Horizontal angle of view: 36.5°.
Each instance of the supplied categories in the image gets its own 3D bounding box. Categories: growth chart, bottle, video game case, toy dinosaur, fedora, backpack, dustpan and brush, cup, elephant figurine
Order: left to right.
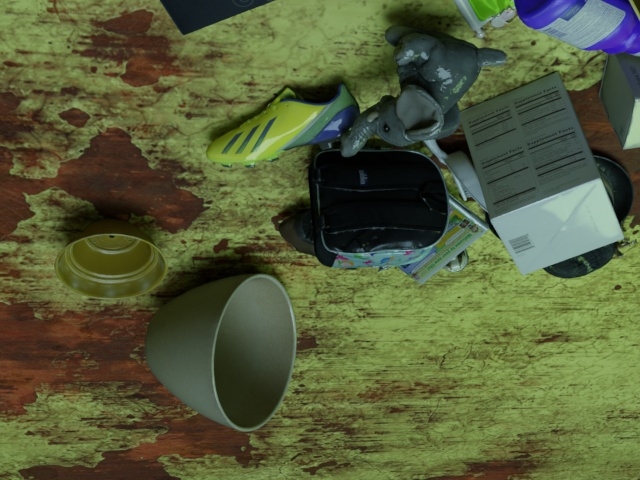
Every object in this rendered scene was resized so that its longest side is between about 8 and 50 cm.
[{"bbox_3d":[-0.234,0.229,2.086,0.237,0.331,0.331,3,149,28],"label":"cup"},{"bbox_3d":[0.109,-0.057,1.822,0.254,0.225,0.191,-5,163,-4],"label":"backpack"},{"bbox_3d":[0.161,-0.224,1.610,0.169,0.186,0.239,3,110,-30],"label":"elephant figurine"},{"bbox_3d":[0.201,-0.024,1.984,0.193,0.023,0.212,37,127,-13],"label":"video game case"},{"bbox_3d":[0.254,-0.141,1.847,0.060,0.147,0.211,-28,114,6],"label":"dustpan and brush"},{"bbox_3d":[0.317,-0.426,1.551,0.237,0.021,0.172,-30,139,26],"label":"growth chart"},{"bbox_3d":[0.505,-0.028,1.992,0.334,0.152,0.334,-6,142,-4],"label":"fedora"},{"bbox_3d":[0.442,-0.367,1.574,0.283,0.092,0.118,10,148,-37],"label":"bottle"},{"bbox_3d":[0.633,0.008,2.137,0.093,0.053,0.183,-25,-179,-6],"label":"toy dinosaur"}]

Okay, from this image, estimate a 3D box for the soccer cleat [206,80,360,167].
[{"bbox_3d":[-0.072,-0.208,1.723,0.289,0.093,0.121,-13,112,12],"label":"soccer cleat"}]

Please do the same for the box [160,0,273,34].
[{"bbox_3d":[-0.112,-0.430,1.359,0.270,0.143,0.165,-18,141,13],"label":"box"}]

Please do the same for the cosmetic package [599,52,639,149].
[{"bbox_3d":[0.664,-0.272,1.712,0.296,0.153,0.129,-9,142,-2],"label":"cosmetic package"}]

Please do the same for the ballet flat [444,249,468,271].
[{"bbox_3d":[0.278,0.027,2.086,0.072,0.068,0.213,-16,142,8],"label":"ballet flat"}]

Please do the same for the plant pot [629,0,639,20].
[{"bbox_3d":[0.558,-0.425,1.461,0.212,0.187,0.212,-27,139,21],"label":"plant pot"}]

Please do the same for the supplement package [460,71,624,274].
[{"bbox_3d":[0.397,-0.120,1.760,0.198,0.262,0.199,-22,141,16],"label":"supplement package"}]

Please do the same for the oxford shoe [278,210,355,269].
[{"bbox_3d":[0.000,0.000,2.006,0.096,0.082,0.227,-8,151,38],"label":"oxford shoe"}]

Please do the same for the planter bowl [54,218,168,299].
[{"bbox_3d":[-0.413,0.021,1.925,0.217,0.090,0.217,-6,142,-5],"label":"planter bowl"}]
